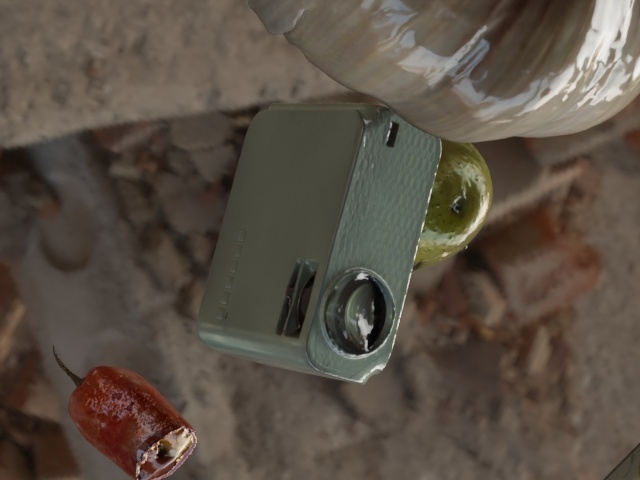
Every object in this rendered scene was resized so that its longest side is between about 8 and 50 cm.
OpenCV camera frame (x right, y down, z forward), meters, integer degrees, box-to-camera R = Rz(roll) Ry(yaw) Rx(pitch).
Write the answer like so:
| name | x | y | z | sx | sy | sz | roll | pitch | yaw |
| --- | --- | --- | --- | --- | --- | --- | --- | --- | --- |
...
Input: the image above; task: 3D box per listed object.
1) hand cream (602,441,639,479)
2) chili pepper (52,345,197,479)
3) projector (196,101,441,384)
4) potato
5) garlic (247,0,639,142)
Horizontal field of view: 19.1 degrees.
| name | x | y | z | sx | sy | sz | roll | pitch | yaw |
| --- | --- | --- | --- | --- | --- | --- | --- | --- | --- |
| hand cream | 0.201 | 0.095 | 0.996 | 0.194 | 0.042 | 0.067 | -51 | 170 | 5 |
| chili pepper | -0.218 | 0.171 | 1.987 | 0.086 | 0.192 | 0.084 | -44 | 157 | -14 |
| projector | 0.000 | 0.000 | 1.802 | 0.108 | 0.198 | 0.250 | 19 | 82 | -33 |
| potato | 0.100 | -0.042 | 2.005 | 0.143 | 0.248 | 0.169 | 27 | 88 | -15 |
| garlic | 0.103 | -0.203 | 1.177 | 0.322 | 0.241 | 0.322 | -2 | 94 | -32 |
